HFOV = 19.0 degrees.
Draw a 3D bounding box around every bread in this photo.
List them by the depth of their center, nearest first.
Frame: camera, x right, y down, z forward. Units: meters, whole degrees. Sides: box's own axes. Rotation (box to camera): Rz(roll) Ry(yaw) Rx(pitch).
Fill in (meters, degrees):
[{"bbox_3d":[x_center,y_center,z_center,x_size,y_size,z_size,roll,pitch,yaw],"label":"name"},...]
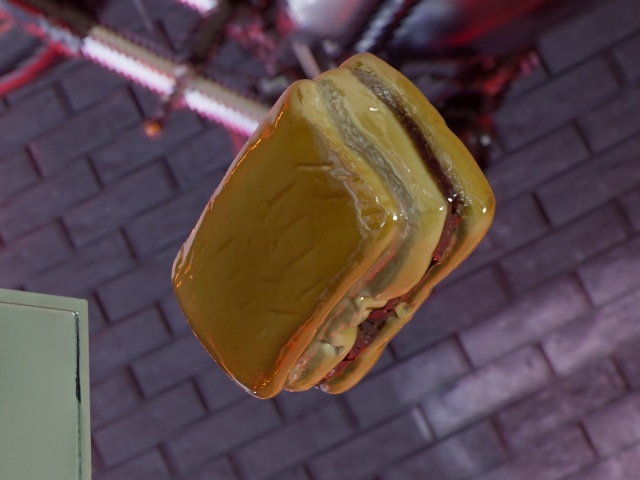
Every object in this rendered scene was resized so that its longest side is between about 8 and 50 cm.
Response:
[{"bbox_3d":[0.000,0.000,0.988,0.077,0.116,0.200,-17,155,-39],"label":"bread"}]

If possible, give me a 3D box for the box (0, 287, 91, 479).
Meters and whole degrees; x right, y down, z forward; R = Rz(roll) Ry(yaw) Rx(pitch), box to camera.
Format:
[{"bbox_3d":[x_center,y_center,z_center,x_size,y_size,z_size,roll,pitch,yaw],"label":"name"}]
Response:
[{"bbox_3d":[-0.286,0.149,1.392,0.117,0.225,0.225,-10,167,36],"label":"box"}]
